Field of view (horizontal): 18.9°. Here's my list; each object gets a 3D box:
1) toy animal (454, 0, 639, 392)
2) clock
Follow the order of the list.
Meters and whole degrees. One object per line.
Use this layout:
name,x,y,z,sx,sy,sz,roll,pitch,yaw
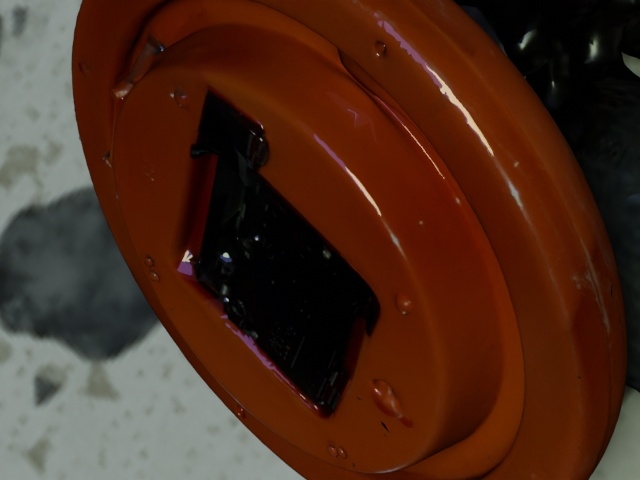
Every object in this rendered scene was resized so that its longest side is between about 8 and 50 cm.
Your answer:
toy animal,0.085,0.002,0.555,0.117,0.121,0.210,-29,79,39
clock,0.000,0.000,0.552,0.205,0.205,0.051,40,56,23
